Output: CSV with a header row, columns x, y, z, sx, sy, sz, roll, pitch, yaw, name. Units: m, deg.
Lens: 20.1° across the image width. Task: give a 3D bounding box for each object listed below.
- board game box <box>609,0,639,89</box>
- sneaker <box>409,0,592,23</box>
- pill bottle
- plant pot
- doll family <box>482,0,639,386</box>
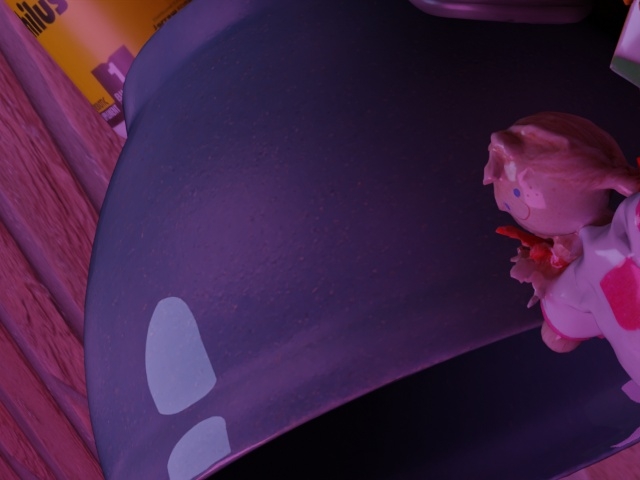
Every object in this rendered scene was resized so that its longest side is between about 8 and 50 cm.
x,y,z,sx,sy,sz,roll,pitch,yaw,name
0.158,-0.103,0.454,0.124,0.039,0.259,38,137,27,board game box
0.047,-0.163,0.646,0.227,0.087,0.130,-118,33,-68,sneaker
-0.120,-0.164,0.915,0.215,0.117,0.117,50,160,-8,pill bottle
0.027,-0.003,0.745,0.293,0.293,0.196,104,147,-66,plant pot
0.124,-0.040,0.422,0.163,0.118,0.263,56,162,16,doll family
